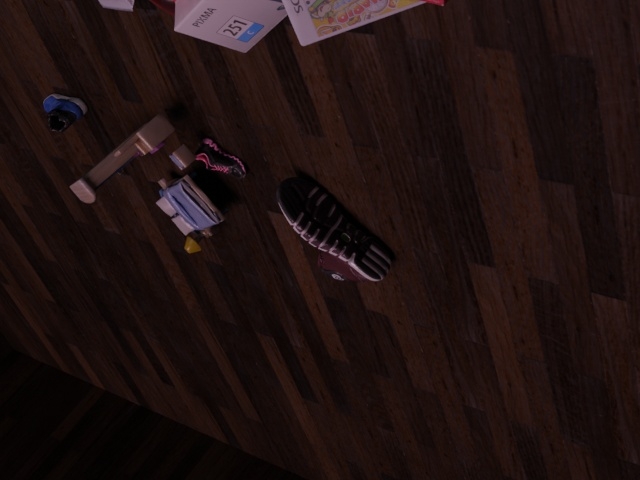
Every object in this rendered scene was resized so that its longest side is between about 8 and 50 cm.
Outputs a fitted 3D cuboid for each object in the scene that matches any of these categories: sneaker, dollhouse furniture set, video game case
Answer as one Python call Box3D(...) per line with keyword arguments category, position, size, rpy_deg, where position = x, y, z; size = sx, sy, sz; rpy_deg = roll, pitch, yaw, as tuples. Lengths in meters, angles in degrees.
Box3D(category="sneaker", position=(-0.617, -0.294, 2.367), size=(0.152, 0.084, 0.058), rpy_deg=(12, 140, 39))
Box3D(category="sneaker", position=(0.000, 0.000, 2.071), size=(0.281, 0.106, 0.162), rpy_deg=(42, 153, -6))
Box3D(category="dollhouse furniture set", position=(-0.348, -0.078, 2.194), size=(0.303, 0.198, 0.286), rpy_deg=(49, 161, -12))
Box3D(category="sneaker", position=(-0.213, -0.161, 2.133), size=(0.119, 0.057, 0.047), rpy_deg=(34, 147, 7))
Box3D(category="video game case", position=(0.041, -0.402, 1.441), size=(0.227, 0.026, 0.206), rpy_deg=(-18, 127, 11))

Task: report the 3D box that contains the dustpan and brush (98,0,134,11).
Box3D(category="dustpan and brush", position=(-0.419, -0.530, 1.882), size=(0.147, 0.060, 0.211), rpy_deg=(21, 154, 50))

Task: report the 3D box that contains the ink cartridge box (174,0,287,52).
Box3D(category="ink cartridge box", position=(-0.152, -0.415, 1.553), size=(0.261, 0.066, 0.296), rpy_deg=(13, 153, -32))

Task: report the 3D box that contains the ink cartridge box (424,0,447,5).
Box3D(category="ink cartridge box", position=(0.160, -0.408, 1.348), size=(0.063, 0.109, 0.150), rpy_deg=(23, 146, 28))

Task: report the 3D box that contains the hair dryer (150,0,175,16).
Box3D(category="hair dryer", position=(-0.238, -0.479, 1.735), size=(0.293, 0.080, 0.224), rpy_deg=(8, 137, 20))
